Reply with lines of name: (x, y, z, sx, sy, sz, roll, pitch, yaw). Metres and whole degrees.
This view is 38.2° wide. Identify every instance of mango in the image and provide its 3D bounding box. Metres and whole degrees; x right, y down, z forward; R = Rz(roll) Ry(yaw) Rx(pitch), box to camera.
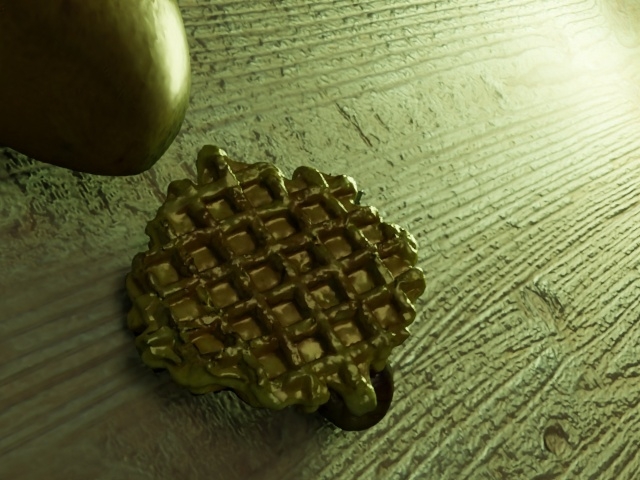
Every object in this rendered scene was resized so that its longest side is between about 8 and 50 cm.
mango: (-0.248, -0.199, 0.682, 0.378, 0.221, 0.264, 40, 36, -27)

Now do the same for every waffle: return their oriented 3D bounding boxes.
waffle: (-0.032, 0.029, 0.759, 0.237, 0.059, 0.243, 19, 56, 0)

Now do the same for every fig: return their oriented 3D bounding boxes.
fig: (0.026, 0.117, 0.809, 0.084, 0.082, 0.098, 32, 2, 0)

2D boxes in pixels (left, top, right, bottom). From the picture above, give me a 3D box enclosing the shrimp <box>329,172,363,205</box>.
shrimp: (-0.001, 0.001, 0.865, 0.073, 0.075, 0.190, 7, 40, 1)
